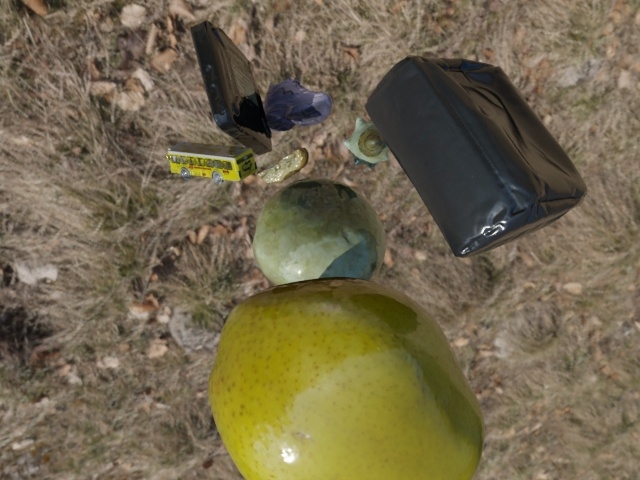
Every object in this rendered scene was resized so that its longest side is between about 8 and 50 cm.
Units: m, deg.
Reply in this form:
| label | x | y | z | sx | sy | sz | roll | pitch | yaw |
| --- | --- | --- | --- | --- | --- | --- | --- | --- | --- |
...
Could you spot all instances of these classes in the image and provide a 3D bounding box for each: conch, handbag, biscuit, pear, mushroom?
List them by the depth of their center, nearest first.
| label | x | y | z | sx | sy | sz | roll | pitch | yaw |
| --- | --- | --- | --- | --- | --- | --- | --- | --- | --- |
| pear | 0.036 | 0.233 | 0.930 | 0.363 | 0.418 | 0.362 | -60 | -178 | 3 |
| handbag | 0.236 | -0.128 | 0.968 | 0.275 | 0.302 | 0.178 | -9 | 153 | -48 |
| mushroom | 0.000 | 0.000 | 1.589 | 0.352 | 0.352 | 0.261 | -17 | 140 | -26 |
| conch | 0.126 | -0.274 | 1.670 | 0.114 | 0.234 | 0.137 | 21 | 116 | -15 |
| biscuit | -0.097 | -0.224 | 1.897 | 0.183 | 0.061 | 0.118 | -29 | 178 | 34 |

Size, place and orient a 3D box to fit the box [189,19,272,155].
| label | x | y | z | sx | sy | sz | roll | pitch | yaw |
| --- | --- | --- | --- | --- | --- | --- | --- | --- | --- |
| box | -0.216 | -0.374 | 1.574 | 0.073 | 0.289 | 0.290 | -19 | 167 | 13 |

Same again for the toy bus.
| label | x | y | z | sx | sy | sz | roll | pitch | yaw |
| --- | --- | --- | --- | --- | --- | --- | --- | --- | --- |
| toy bus | -0.258 | -0.182 | 1.473 | 0.081 | 0.226 | 0.074 | -39 | 129 | -43 |

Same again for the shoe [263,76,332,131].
| label | x | y | z | sx | sy | sz | roll | pitch | yaw |
| --- | --- | --- | --- | --- | --- | --- | --- | --- | --- |
| shoe | -0.067 | -0.382 | 1.698 | 0.244 | 0.138 | 0.095 | -6 | 169 | 41 |
